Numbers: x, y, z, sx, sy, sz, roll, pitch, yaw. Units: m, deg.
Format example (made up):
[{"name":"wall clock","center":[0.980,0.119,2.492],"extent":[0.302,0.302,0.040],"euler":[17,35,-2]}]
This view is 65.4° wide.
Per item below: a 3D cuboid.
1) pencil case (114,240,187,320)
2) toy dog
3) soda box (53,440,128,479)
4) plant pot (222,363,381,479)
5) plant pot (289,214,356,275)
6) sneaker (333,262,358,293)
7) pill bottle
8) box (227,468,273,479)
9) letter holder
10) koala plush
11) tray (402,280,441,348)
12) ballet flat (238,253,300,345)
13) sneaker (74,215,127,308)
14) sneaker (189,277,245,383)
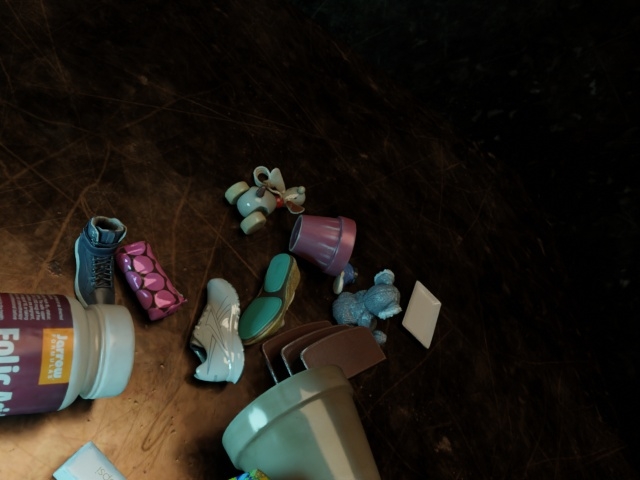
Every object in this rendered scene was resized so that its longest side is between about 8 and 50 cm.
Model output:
[{"name":"pencil case","center":[-0.429,0.097,1.254],"extent":[0.098,0.095,0.209],"euler":[-32,86,-16]},{"name":"toy dog","center":[-0.157,-0.153,1.655],"extent":[0.220,0.161,0.334],"euler":[46,39,-7]},{"name":"soda box","center":[-0.410,0.499,0.967],"extent":[0.216,0.074,0.069],"euler":[48,39,-3]},{"name":"plant pot","center":[-0.012,0.485,1.109],"extent":[0.323,0.323,0.280],"euler":[-3,44,-45]},{"name":"plant pot","center":[0.000,0.000,1.678],"extent":[0.180,0.201,0.201],"euler":[18,47,-14]},{"name":"sneaker","center":[0.094,0.138,1.750],"extent":[0.084,0.058,0.152],"euler":[27,38,-15]},{"name":"pill bottle","center":[-0.571,0.208,0.922],"extent":[0.392,0.224,0.224],"euler":[8,55,-40]},{"name":"box","center":[-0.190,0.619,0.914],"extent":[0.177,0.290,0.279],"euler":[44,38,-9]},{"name":"letter holder","center":[0.008,0.322,1.452],"extent":[0.302,0.152,0.214],"euler":[-10,66,-47]},{"name":"koala plush","center":[0.174,0.215,1.636],"extent":[0.203,0.221,0.196],"euler":[25,46,-28]},{"name":"tray","center":[0.389,0.287,1.941],"extent":[0.145,0.030,0.270],"euler":[45,39,-9]},{"name":"ballet flat","center":[-0.137,0.189,1.459],"extent":[0.123,0.123,0.348],"euler":[37,43,-16]},{"name":"sneaker","center":[-0.507,0.051,1.159],"extent":[0.086,0.163,0.226],"euler":[1,61,-46]},{"name":"sneaker","center":[-0.274,0.224,1.294],"extent":[0.129,0.111,0.297],"euler":[2,51,-23]}]
